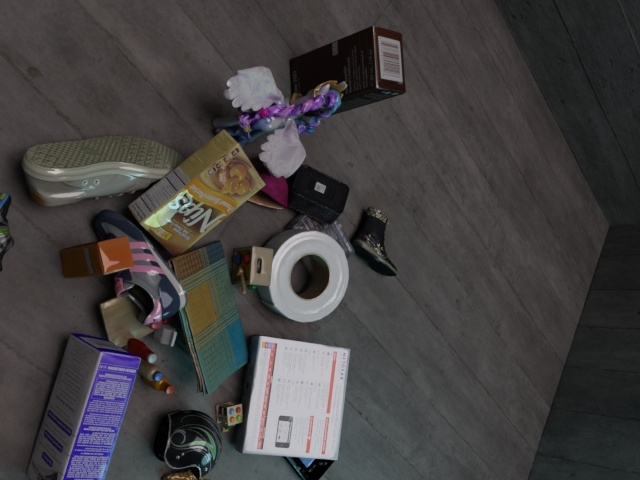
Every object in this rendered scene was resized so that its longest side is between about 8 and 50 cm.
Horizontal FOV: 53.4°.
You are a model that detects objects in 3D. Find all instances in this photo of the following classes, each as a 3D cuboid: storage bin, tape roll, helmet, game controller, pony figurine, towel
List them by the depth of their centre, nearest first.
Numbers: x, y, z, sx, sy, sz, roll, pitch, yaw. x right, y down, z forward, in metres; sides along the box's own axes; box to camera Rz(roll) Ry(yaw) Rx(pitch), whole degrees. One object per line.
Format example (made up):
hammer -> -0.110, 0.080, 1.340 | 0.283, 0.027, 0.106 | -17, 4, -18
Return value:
helmet -> -0.340, 0.533, 1.671 | 0.162, 0.169, 0.169 | 16, 75, -25
towel -> -0.304, 0.203, 1.752 | 0.271, 0.040, 0.369 | -29, 107, -68
pony figurine -> -0.137, -0.351, 1.795 | 0.351, 0.364, 0.302 | -38, 113, -38
tape roll -> -0.056, 0.107, 1.970 | 0.286, 0.100, 0.286 | -4, 98, -31
game controller -> -0.060, 0.613, 1.994 | 0.166, 0.067, 0.319 | -48, 117, -35
storage bin -> -0.012, -0.146, 2.032 | 0.180, 0.084, 0.122 | 25, 57, -12

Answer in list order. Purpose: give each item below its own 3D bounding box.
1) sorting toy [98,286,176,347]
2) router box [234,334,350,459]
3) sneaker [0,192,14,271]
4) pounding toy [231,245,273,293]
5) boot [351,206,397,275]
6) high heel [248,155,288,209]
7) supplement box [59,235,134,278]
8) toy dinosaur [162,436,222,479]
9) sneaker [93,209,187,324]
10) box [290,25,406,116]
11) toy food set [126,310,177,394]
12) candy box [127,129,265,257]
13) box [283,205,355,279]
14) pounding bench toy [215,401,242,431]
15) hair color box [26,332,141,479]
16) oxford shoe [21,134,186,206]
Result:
sorting toy -> -0.489, 0.187, 1.620 | 0.275, 0.046, 0.132 | -26, 119, -41
router box -> -0.079, 0.469, 1.898 | 0.301, 0.082, 0.335 | 13, 77, -22
sneaker -> -0.728, -0.016, 1.426 | 0.078, 0.067, 0.188 | 28, 64, -62
pounding toy -> -0.207, 0.090, 1.850 | 0.100, 0.130, 0.141 | 10, 80, -36
boot -> 0.218, 0.007, 2.295 | 0.236, 0.085, 0.178 | 40, 59, -34
high heel -> -0.233, -0.134, 1.848 | 0.377, 0.127, 0.181 | -25, 100, -42
supplement box -> -0.526, 0.041, 1.485 | 0.078, 0.233, 0.080 | -17, 95, -43
toy dinosaur -> -0.327, 0.635, 1.742 | 0.212, 0.064, 0.112 | -15, 96, -43
sneaker -> -0.468, 0.065, 1.555 | 0.319, 0.112, 0.131 | 48, 44, 4
box -> 0.077, -0.519, 1.999 | 0.143, 0.382, 0.191 | -2, 88, -41
toy food set -> -0.411, 0.270, 1.615 | 0.111, 0.105, 0.232 | 12, 95, -51
candy box -> -0.316, -0.119, 1.663 | 0.316, 0.087, 0.183 | -41, 143, -6
box -> 0.000, 0.000, 2.107 | 0.183, 0.056, 0.231 | -45, 116, -35
pounding bench toy -> -0.257, 0.509, 1.816 | 0.052, 0.065, 0.083 | -2, 89, -44
hair color box -> -0.538, 0.400, 1.443 | 0.110, 0.185, 0.338 | 22, 82, -42
oxford shoe -> -0.527, -0.170, 1.584 | 0.449, 0.169, 0.130 | -16, 138, -51
